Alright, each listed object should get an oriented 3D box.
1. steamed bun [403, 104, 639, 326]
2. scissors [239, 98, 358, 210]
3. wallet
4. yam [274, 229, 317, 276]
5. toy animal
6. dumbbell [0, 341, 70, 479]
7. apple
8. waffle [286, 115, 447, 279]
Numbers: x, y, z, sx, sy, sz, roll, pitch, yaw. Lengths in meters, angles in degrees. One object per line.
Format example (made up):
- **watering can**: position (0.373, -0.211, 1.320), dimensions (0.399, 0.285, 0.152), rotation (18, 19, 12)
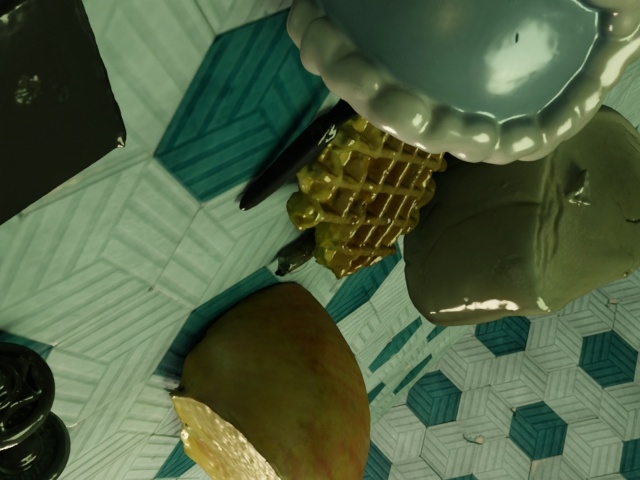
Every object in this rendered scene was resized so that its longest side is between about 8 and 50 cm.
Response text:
- **steamed bun**: position (0.267, -0.054, 0.946), dimensions (0.383, 0.236, 0.247), rotation (-22, -171, -39)
- **scissors**: position (0.008, -0.097, 0.617), dimensions (0.220, 0.088, 0.017), rotation (-41, 142, 20)
- **wallet**: position (-0.219, -0.016, 0.350), dimensions (0.285, 0.030, 0.146), rotation (-39, 163, -20)
- **yam**: position (0.000, 0.000, 0.830), dimensions (0.129, 0.027, 0.033), rotation (-35, -163, -33)
- **toy animal**: position (0.085, -0.164, 0.452), dimensions (0.156, 0.208, 0.204), rotation (4, 131, -41)
- **dumbbell**: position (-0.234, 0.139, 0.553), dimensions (0.082, 0.081, 0.254), rotation (-34, 158, -30)
- **apple**: position (-0.058, 0.215, 0.903), dimensions (0.252, 0.314, 0.309), rotation (5, 144, -9)
- **waffle**: position (0.054, -0.053, 0.759), dimensions (0.249, 0.056, 0.253), rotation (-34, 150, -36)
